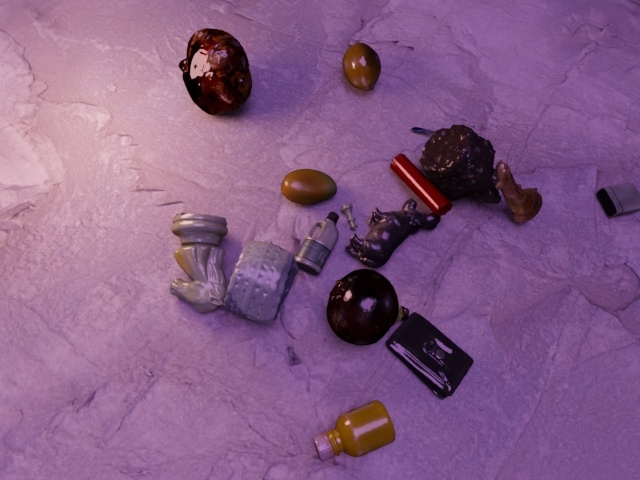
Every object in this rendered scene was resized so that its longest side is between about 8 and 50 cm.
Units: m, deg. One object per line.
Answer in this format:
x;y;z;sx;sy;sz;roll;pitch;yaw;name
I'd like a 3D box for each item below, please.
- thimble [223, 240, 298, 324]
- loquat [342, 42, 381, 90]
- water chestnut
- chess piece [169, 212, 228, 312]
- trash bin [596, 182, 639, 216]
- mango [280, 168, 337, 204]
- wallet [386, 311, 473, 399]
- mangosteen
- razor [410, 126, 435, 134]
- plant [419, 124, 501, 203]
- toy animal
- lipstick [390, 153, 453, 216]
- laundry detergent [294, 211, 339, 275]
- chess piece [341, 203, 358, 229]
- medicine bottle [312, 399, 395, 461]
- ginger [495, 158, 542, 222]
-0.171;0.120;1.361;0.172;0.204;0.250;20;61;1;thimble
0.163;-0.672;1.772;0.152;0.152;0.195;-17;73;-13;loquat
-0.371;-0.594;1.612;0.245;0.289;0.288;-15;70;-8;water chestnut
-0.374;0.073;1.404;0.176;0.176;0.297;-1;80;-7;chess piece
1.128;-0.154;1.713;0.130;0.059;0.116;-11;69;-13;trash bin
-0.038;-0.185;1.569;0.195;0.092;0.130;7;65;-9;mango
0.340;0.350;1.414;0.245;0.052;0.169;41;65;13;wallet
0.159;0.209;1.370;0.289;0.231;0.231;20;64;-24;mangosteen
0.425;-0.413;1.755;0.155;0.028;0.044;18;67;0;razor
0.516;-0.246;1.606;0.312;0.213;0.215;32;61;-37;plant
0.245;-0.044;1.538;0.343;0.106;0.168;-33;74;-22;toy animal
0.347;-0.197;1.594;0.073;0.073;0.279;-25;57;-16;lipstick
0.000;0.000;1.506;0.099;0.070;0.225;23;67;10;laundry detergent
0.103;-0.078;1.570;0.042;0.042;0.093;-15;75;-13;chess piece
0.088;0.537;1.261;0.213;0.121;0.121;-17;70;-13;medicine bottle
0.684;-0.168;1.574;0.131;0.294;0.086;-47;34;3;ginger
